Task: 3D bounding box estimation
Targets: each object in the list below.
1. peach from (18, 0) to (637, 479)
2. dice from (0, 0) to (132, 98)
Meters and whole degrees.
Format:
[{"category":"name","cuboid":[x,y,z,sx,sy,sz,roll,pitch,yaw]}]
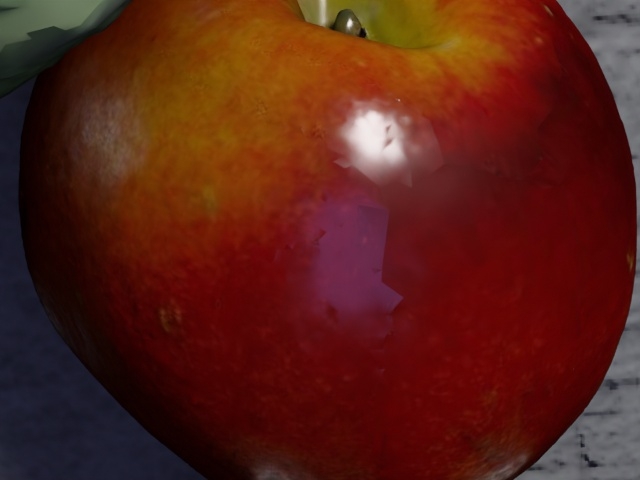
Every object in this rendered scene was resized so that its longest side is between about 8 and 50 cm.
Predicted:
[{"category":"peach","cuboid":[0.000,0.000,0.706,0.243,0.199,0.243,6,126,8]},{"category":"dice","cuboid":[-0.113,-0.250,0.490,0.322,0.330,0.318,38,109,-18]}]
